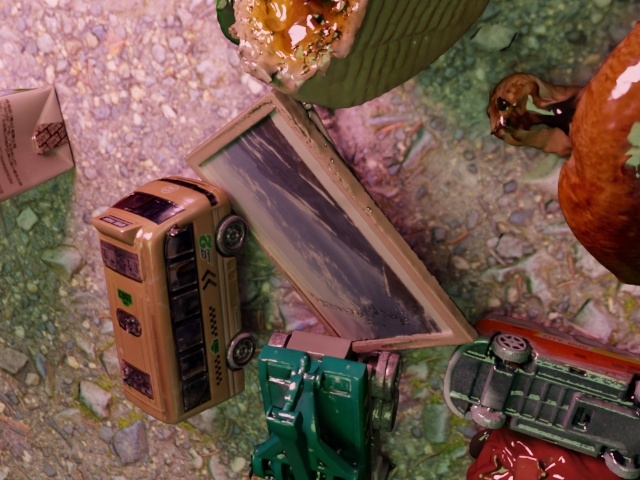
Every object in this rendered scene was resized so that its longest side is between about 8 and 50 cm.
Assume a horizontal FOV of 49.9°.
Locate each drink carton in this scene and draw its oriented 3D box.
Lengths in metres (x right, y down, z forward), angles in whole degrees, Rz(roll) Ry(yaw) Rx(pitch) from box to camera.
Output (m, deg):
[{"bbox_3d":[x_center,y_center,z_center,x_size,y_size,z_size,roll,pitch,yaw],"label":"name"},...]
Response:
[{"bbox_3d":[-0.486,-0.095,0.830,0.194,0.324,0.132,1,112,19],"label":"drink carton"}]

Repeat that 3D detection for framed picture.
[{"bbox_3d":[0.000,0.000,0.786,0.335,0.022,0.247,51,150,-13],"label":"framed picture"}]

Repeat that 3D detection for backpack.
[{"bbox_3d":[0.282,0.333,0.843,0.229,0.139,0.229,7,112,17],"label":"backpack"}]

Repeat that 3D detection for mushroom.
[{"bbox_3d":[0.318,-0.112,0.631,0.267,0.267,0.255,-38,62,28],"label":"mushroom"}]

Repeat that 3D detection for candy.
[{"bbox_3d":[-0.014,-0.159,0.793,0.097,0.097,0.324,-19,113,25],"label":"candy"}]

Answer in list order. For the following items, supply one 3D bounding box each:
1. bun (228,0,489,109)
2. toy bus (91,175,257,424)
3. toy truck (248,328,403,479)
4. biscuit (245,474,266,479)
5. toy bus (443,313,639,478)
[{"bbox_3d":[0.036,-0.278,0.629,0.281,0.281,0.205,-43,66,28],"label":"bun"},{"bbox_3d":[-0.186,0.073,0.869,0.139,0.157,0.290,19,119,38],"label":"toy bus"},{"bbox_3d":[-0.002,0.260,0.864,0.176,0.178,0.364,9,131,17],"label":"toy truck"},{"bbox_3d":[-0.077,0.414,1.072,0.120,0.015,0.120,7,113,17],"label":"biscuit"},{"bbox_3d":[0.279,0.168,0.788,0.264,0.120,0.121,16,115,12],"label":"toy bus"}]
